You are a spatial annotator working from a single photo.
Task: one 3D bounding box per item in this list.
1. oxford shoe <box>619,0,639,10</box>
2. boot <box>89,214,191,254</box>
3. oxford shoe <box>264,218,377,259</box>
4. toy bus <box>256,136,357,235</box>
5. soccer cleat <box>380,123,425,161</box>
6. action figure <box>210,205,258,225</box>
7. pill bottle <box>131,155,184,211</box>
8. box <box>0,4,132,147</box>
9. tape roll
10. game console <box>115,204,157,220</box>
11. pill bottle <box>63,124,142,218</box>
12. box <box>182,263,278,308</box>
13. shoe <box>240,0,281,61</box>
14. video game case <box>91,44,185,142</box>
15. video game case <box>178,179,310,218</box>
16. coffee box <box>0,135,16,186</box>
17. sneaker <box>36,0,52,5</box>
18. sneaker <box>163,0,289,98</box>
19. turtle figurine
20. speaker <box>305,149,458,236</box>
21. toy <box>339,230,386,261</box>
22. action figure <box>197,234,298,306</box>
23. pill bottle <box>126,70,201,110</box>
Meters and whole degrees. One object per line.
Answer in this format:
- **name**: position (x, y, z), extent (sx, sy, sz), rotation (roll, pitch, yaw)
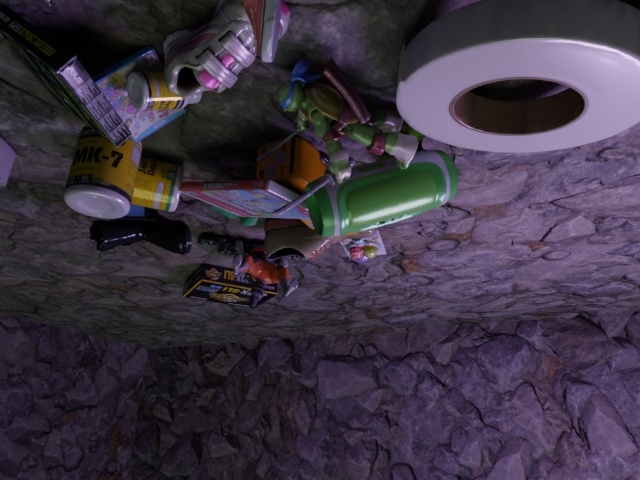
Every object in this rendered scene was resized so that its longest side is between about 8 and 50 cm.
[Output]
- **oxford shoe**: position (0.384, -0.334, 0.659), extent (0.227, 0.083, 0.096), rotation (-14, 151, 30)
- **boot**: position (-0.490, -0.008, 1.264), extent (0.207, 0.094, 0.246), rotation (-12, -157, -41)
- **oxford shoe**: position (0.000, 0.000, 1.379), extent (0.347, 0.130, 0.123), rotation (-6, 156, 16)
- **toy bus**: position (-0.013, -0.116, 1.142), extent (0.130, 0.108, 0.332), rotation (-9, 155, 23)
- **soccer cleat**: position (0.184, -0.192, 1.026), extent (0.072, 0.060, 0.179), rotation (-4, 157, -16)
- **action figure**: position (-0.179, -0.110, 1.219), extent (0.137, 0.064, 0.232), rotation (18, 155, -29)
- **pill bottle**: position (-0.435, -0.142, 1.090), extent (0.208, 0.118, 0.117), rotation (11, 154, -22)
- **box**: position (-0.425, -0.265, 0.776), extent (0.184, 0.045, 0.191), rotation (33, 163, 18)
- **tape roll**: position (0.316, -0.243, 0.756), extent (0.391, 0.072, 0.392), rotation (8, 172, 1)
- **game console**: position (-0.503, -0.114, 1.206), extent (0.143, 0.124, 0.085), rotation (3, -177, -3)
- **pill bottle**: position (-0.426, -0.160, 0.933), extent (0.119, 0.209, 0.119), rotation (1, 157, 0)
- **box**: position (-0.369, 0.193, 1.910), extent (0.321, 0.080, 0.257), rotation (14, 151, -27)
- **shoe**: position (-0.095, -0.334, 0.620), extent (0.081, 0.063, 0.178), rotation (5, 115, 0)
- **video game case**: position (-0.326, -0.261, 0.855), extent (0.119, 0.015, 0.166), rotation (-36, 159, -11)
- **video game case**: position (-0.152, -0.089, 1.049), extent (0.285, 0.025, 0.204), rotation (4, 168, 38)
- **coffee box**: position (-0.830, -0.195, 1.008), extent (0.246, 0.098, 0.141), rotation (3, 156, -4)
- **sneaker**: position (-0.403, -0.372, 0.588), extent (0.234, 0.094, 0.153), rotation (-5, 149, -12)
- **sneaker**: position (-0.152, -0.294, 0.735), extent (0.252, 0.111, 0.103), rotation (-16, 151, 34)
- **turtle figurine**: position (0.026, -0.184, 0.888), extent (0.266, 0.275, 0.198), rotation (6, -169, -22)
- **speaker**: position (0.125, -0.099, 0.958), extent (0.296, 0.131, 0.131), rotation (-16, 159, -13)
- **toy**: position (0.137, 0.031, 1.539), extent (0.136, 0.056, 0.237), rotation (-3, 156, 13)
- **action figure**: position (-0.238, 0.090, 1.504), extent (0.340, 0.179, 0.330), rotation (11, -179, -11)
- **pill bottle**: position (-0.272, -0.265, 0.824), extent (0.116, 0.065, 0.065), rotation (-20, 175, -42)
